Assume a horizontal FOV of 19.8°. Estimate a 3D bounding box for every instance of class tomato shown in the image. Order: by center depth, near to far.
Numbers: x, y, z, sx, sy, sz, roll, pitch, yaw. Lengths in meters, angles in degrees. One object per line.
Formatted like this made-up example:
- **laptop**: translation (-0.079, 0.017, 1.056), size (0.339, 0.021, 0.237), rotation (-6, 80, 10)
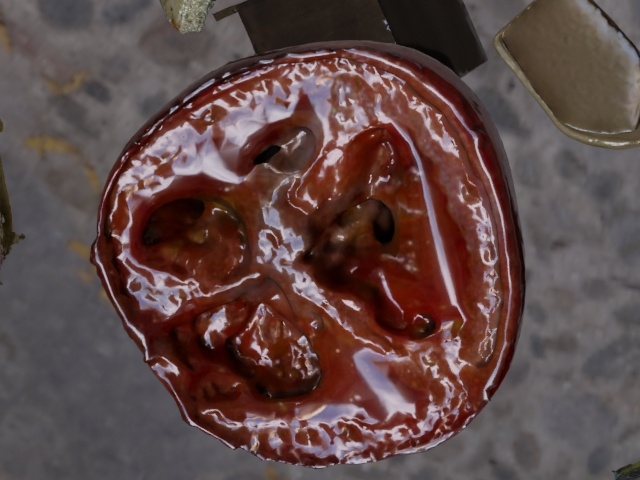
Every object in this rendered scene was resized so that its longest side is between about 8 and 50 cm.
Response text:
- **tomato**: translation (0.001, -0.003, 0.950), size (0.228, 0.101, 0.228), rotation (2, 106, 9)

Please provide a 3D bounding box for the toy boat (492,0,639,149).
- **toy boat**: translation (0.270, -0.171, 1.868), size (0.116, 0.061, 0.188), rotation (-41, 84, 6)

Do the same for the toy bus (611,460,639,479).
- **toy bus**: translation (0.244, 0.157, 1.039), size (0.101, 0.175, 0.088), rotation (-23, 92, -12)

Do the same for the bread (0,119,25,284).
- **bread**: translation (-0.314, -0.091, 1.598), size (0.198, 0.263, 0.236), rotation (27, 105, -13)

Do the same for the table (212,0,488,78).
- **table**: translation (0.033, -0.214, 1.928), size (0.193, 0.172, 0.169), rotation (-19, 100, 35)

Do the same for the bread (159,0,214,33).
- **bread**: translation (-0.082, -0.227, 1.303), size (0.028, 0.068, 0.154), rotation (3, 131, -29)
